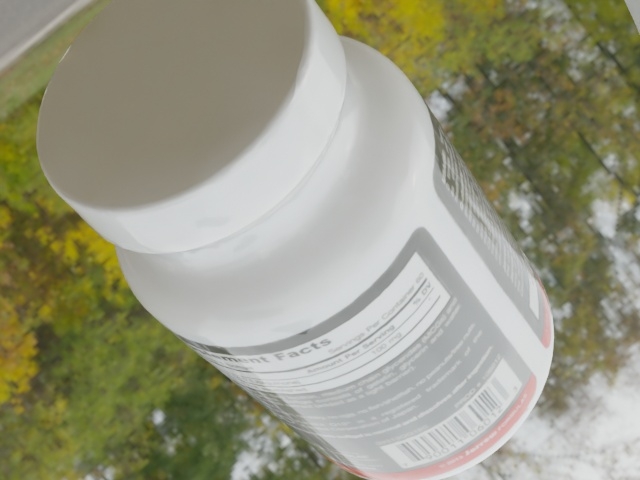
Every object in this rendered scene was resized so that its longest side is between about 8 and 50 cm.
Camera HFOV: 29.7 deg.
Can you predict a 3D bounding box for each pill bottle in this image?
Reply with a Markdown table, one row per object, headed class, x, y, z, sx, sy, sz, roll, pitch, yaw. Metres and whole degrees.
| class | x | y | z | sx | sy | sz | roll | pitch | yaw |
| --- | --- | --- | --- | --- | --- | --- | --- | --- | --- |
| pill bottle | 0.000 | 0.000 | 0.768 | 0.210 | 0.363 | 0.210 | -15 | -126 | 21 |

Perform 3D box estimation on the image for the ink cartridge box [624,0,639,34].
| class | x | y | z | sx | sy | sz | roll | pitch | yaw |
| --- | --- | --- | --- | --- | --- | --- | --- | --- | --- |
| ink cartridge box | 0.273 | -0.034 | 0.425 | 0.226 | 0.306 | 0.131 | -25 | 176 | -10 |
